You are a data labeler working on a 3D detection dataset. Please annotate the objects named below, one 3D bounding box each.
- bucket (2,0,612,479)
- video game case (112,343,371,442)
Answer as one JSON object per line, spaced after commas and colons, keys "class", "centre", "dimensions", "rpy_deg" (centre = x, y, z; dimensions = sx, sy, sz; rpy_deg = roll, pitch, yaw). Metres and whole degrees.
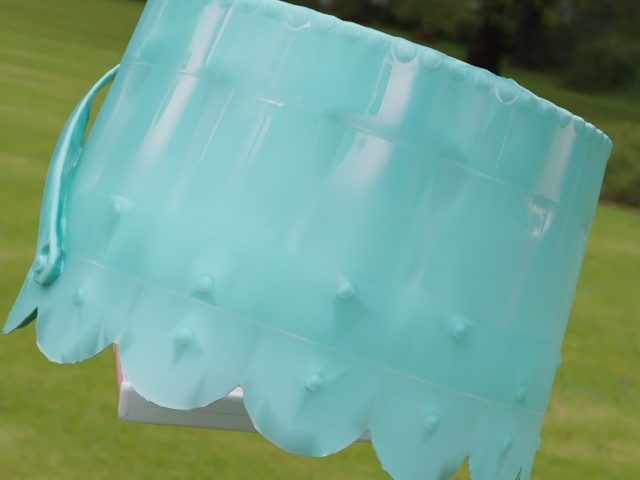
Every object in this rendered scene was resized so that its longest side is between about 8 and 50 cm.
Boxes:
{"class": "bucket", "centre": [0.000, 0.000, 0.864], "dimensions": [0.281, 0.183, 0.281], "rpy_deg": [19, -2, 1]}
{"class": "video game case", "centre": [-0.034, 0.064, 1.146], "dimensions": [0.204, 0.025, 0.285], "rpy_deg": [6, 15, -10]}
